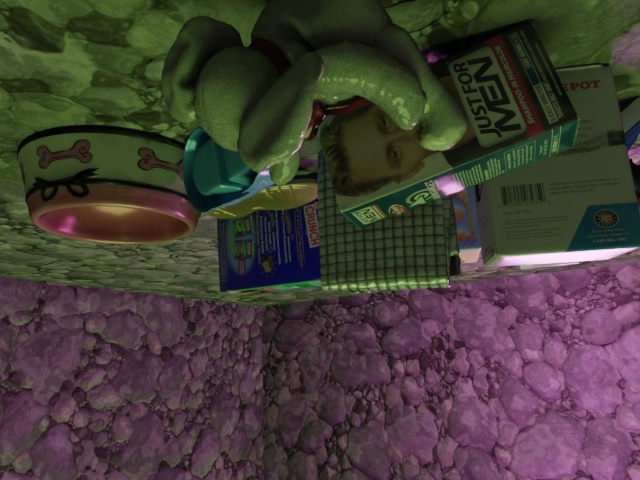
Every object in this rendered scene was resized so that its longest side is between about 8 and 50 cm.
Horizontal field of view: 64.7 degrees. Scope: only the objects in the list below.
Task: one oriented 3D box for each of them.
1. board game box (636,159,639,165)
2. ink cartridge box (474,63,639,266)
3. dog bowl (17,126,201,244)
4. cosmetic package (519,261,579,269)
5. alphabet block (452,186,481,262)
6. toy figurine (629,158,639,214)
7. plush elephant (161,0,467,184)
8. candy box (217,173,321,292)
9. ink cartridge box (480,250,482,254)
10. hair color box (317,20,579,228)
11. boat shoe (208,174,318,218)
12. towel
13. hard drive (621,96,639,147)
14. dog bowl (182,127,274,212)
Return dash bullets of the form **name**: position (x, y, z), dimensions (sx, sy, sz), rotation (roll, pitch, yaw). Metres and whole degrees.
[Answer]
- **board game box**: position (0.854, -0.176, 1.295), dimensions (0.104, 0.026, 0.154), rotation (-6, 166, 13)
- **ink cartridge box**: position (0.383, -0.120, 0.864), dimensions (0.223, 0.307, 0.129), rotation (-4, 168, 7)
- **dog bowl**: position (-0.453, -0.099, 1.137), dimensions (0.408, 0.150, 0.408), rotation (-3, 166, -1)
- **cosmetic package**: position (0.605, -0.043, 1.371), dimensions (0.151, 0.183, 0.151), rotation (-10, 127, 29)
- **alphabet block**: position (0.343, -0.040, 1.421), dimensions (0.193, 0.193, 0.197), rotation (-4, 166, 12)
- **toy figurine**: position (0.695, -0.109, 1.097), dimensions (0.210, 0.148, 0.213), rotation (-37, 158, -9)
- **plush elephant**: position (-0.031, -0.180, 0.601), dimensions (0.255, 0.272, 0.330), rotation (-45, 141, 3)
- **candy box**: position (-0.107, -0.006, 1.322), dimensions (0.317, 0.268, 0.122), rotation (-9, 168, 25)
- **ink cartridge box**: position (0.618, 0.001, 1.623), dimensions (0.330, 0.071, 0.324), rotation (-10, -169, 23)
- **hair color box**: position (0.180, -0.165, 0.774), dimensions (0.347, 0.173, 0.105), rotation (-21, 160, 16)
- **boat shoe**: position (-0.139, -0.124, 1.207), dimensions (0.285, 0.092, 0.103), rotation (-11, 148, 14)
- **towel**: position (0.122, -0.045, 0.908), dimensions (0.235, 0.283, 0.121), rotation (-7, 167, 17)
- **hard drive**: position (0.580, -0.153, 1.083), dimensions (0.210, 0.040, 0.319), rotation (-43, 158, 5)
- **dog bowl**: position (-0.163, -0.154, 0.958), dimensions (0.074, 0.165, 0.297), rotation (-5, 171, -40)
